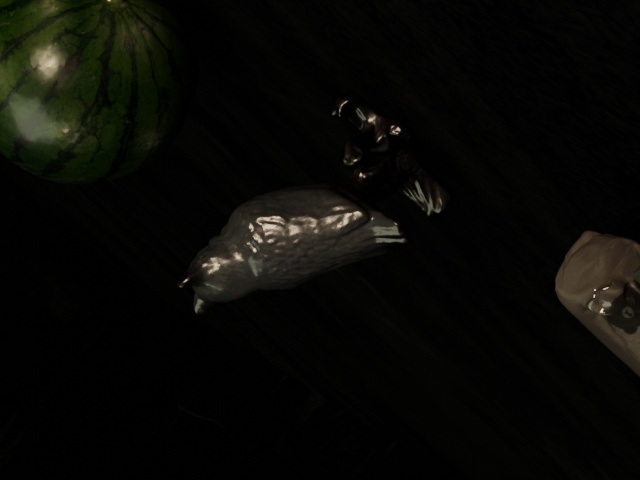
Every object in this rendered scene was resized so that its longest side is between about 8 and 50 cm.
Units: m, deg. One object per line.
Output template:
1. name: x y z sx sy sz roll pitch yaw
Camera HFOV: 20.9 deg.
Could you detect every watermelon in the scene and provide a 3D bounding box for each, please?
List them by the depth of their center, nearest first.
1. watermelon: -0.185 -0.143 1.376 0.188 0.188 0.214 38 139 -6

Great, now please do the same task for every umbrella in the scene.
1. umbrella: 0.289 0.111 1.193 0.337 0.067 0.073 40 -179 -24

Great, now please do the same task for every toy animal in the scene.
1. toy animal: -0.001 0.004 1.315 0.117 0.210 0.121 48 178 29
